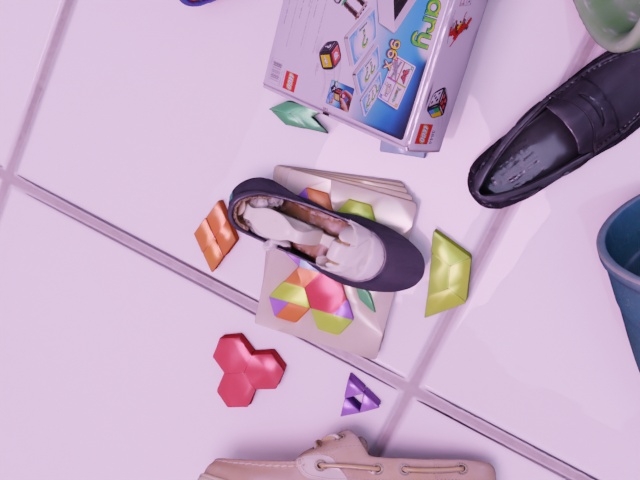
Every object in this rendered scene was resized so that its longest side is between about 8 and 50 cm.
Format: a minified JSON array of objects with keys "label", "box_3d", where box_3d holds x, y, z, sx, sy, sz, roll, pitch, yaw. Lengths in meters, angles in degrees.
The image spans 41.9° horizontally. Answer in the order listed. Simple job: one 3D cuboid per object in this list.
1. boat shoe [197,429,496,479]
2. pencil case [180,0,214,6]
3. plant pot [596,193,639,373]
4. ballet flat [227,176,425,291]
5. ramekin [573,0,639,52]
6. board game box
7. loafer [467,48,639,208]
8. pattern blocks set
[{"label":"boat shoe","box_3d":[0.025,0.249,0.850,0.302,0.109,0.098,4,61,13]},{"label":"pencil case","box_3d":[-0.161,-0.371,0.766,0.119,0.133,0.306,-35,91,-16]},{"label":"plant pot","box_3d":[0.379,0.094,0.657,0.271,0.272,0.255,-12,109,15]},{"label":"ballet flat","box_3d":[0.000,0.000,0.792,0.203,0.074,0.074,25,104,8]},{"label":"ramekin","box_3d":[0.264,-0.299,0.593,0.148,0.303,0.303,-10,97,6]},{"label":"board game box","box_3d":[0.062,-0.250,0.715,0.193,0.053,0.305,31,113,38]},{"label":"loafer","box_3d":[0.228,-0.102,0.743,0.223,0.078,0.076,-37,90,16]},{"label":"pattern blocks set","box_3d":[0.008,0.021,0.845,0.285,0.026,0.325,0,99,13]}]
